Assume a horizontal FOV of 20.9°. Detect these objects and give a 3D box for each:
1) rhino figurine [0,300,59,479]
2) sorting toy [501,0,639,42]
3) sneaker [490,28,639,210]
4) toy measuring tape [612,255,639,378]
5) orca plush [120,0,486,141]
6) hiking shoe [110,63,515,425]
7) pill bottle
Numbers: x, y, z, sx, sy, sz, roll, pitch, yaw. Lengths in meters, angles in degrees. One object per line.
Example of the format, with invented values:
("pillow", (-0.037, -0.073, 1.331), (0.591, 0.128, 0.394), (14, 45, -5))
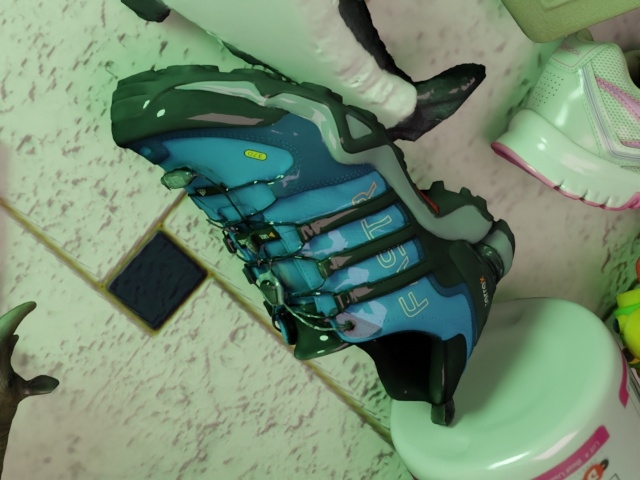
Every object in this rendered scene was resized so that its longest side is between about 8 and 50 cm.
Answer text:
("rhino figurine", (-0.225, 0.138, 0.995), (0.243, 0.073, 0.106), (-61, 157, 5))
("sorting toy", (0.158, -0.214, 1.009), (0.347, 0.196, 0.047), (50, 45, -27))
("sneaker", (0.240, -0.068, 1.160), (0.252, 0.103, 0.111), (14, 105, -34))
("toy measuring tape", (0.305, 0.047, 1.263), (0.330, 0.121, 0.121), (-11, 117, -48))
("orca plush", (-0.011, -0.163, 0.981), (0.287, 0.151, 0.102), (26, 65, -32))
("hiking shoe", (0.000, 0.000, 1.023), (0.304, 0.113, 0.132), (28, 66, -34))
("pill bottle", (0.175, 0.188, 1.196), (0.160, 0.160, 0.283), (-39, 124, -10))
